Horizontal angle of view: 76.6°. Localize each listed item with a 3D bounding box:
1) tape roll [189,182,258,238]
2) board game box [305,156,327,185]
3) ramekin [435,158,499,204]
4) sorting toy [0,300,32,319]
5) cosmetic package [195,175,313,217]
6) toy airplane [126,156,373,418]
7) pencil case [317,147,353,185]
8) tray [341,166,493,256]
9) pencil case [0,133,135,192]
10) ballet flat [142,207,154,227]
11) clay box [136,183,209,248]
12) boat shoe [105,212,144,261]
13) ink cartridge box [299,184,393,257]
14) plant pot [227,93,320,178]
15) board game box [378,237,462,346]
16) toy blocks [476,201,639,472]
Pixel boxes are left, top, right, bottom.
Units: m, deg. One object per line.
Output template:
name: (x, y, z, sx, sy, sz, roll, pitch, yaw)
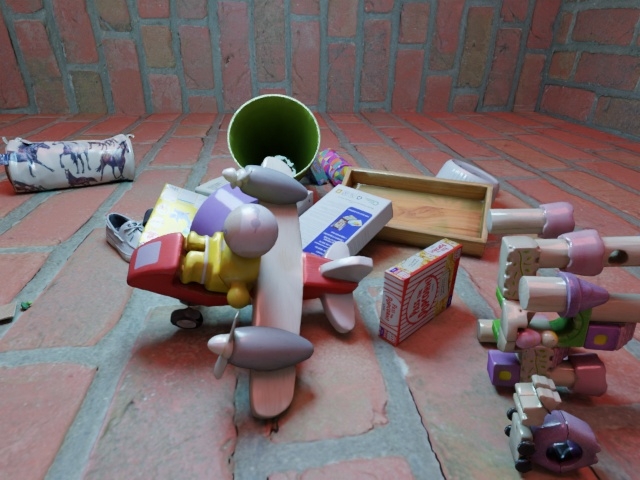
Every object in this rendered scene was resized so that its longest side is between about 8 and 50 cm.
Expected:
tape roll: (-0.209, -0.036, 0.955, 0.080, 0.189, 0.189, 34, 37, 16)
board game box: (-0.070, -0.312, 1.544, 0.047, 0.160, 0.210, -38, 40, -10)
ramekin: (0.461, -0.173, 1.285, 0.207, 0.109, 0.207, 19, 27, -10)
sorting toy: (-0.617, 0.142, 0.799, 0.083, 0.012, 0.062, -16, 27, -23)
cosmetic package: (-0.182, -0.084, 1.132, 0.296, 0.129, 0.153, 16, 32, 25)
toy airplane: (-0.091, 0.041, 0.713, 0.386, 0.272, 0.384, 40, 62, 19)
pencil case: (0.055, -0.278, 1.559, 0.104, 0.105, 0.236, -6, 26, -14)
tray: (0.251, -0.088, 1.135, 0.410, 0.076, 0.203, 11, 57, 16)
pencil case: (-0.866, -0.282, 1.429, 0.410, 0.184, 0.160, -11, 29, -24)
ballet flat: (-0.396, -0.032, 1.098, 0.203, 0.074, 0.074, 16, 30, 14)
clay box: (-0.356, -0.031, 1.001, 0.127, 0.053, 0.222, 18, 50, -13)
boat shoe: (-0.482, -0.011, 1.026, 0.227, 0.081, 0.079, 24, 34, 34)
ink cartridge box: (0.000, 0.000, 0.983, 0.175, 0.069, 0.371, 24, 52, 37)
plant pot: (-0.145, -0.278, 1.333, 0.274, 0.275, 0.293, -1, -10, -4)
board game box: (0.193, 0.095, 0.781, 0.193, 0.147, 0.045, -23, 36, -37)
toy blocks: (0.393, 0.120, 0.584, 0.260, 0.289, 0.309, 1, 24, 11)
